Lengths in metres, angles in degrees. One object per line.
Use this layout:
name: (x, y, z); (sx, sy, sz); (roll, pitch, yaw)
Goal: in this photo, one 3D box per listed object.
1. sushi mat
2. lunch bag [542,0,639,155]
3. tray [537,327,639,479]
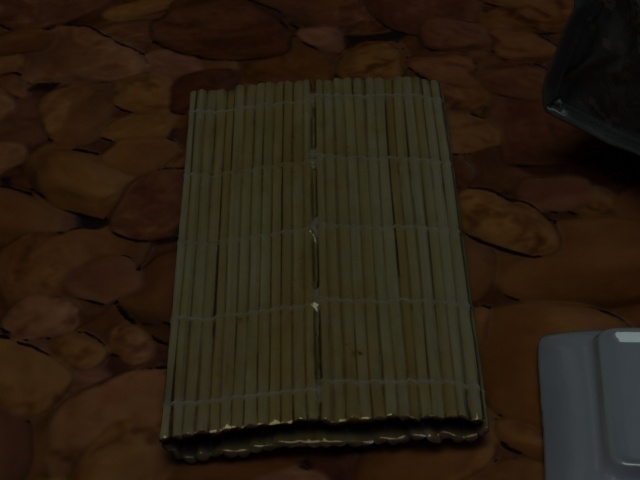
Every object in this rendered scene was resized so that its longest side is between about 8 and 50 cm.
sushi mat: (0.000, 0.000, 0.905); (0.152, 0.019, 0.316); (-3, 35, 1)
lunch bag: (0.304, -0.106, 0.914); (0.287, 0.169, 0.235); (34, 45, 30)
tray: (0.235, 0.080, 0.769); (0.270, 0.030, 0.145); (1, 37, 5)
